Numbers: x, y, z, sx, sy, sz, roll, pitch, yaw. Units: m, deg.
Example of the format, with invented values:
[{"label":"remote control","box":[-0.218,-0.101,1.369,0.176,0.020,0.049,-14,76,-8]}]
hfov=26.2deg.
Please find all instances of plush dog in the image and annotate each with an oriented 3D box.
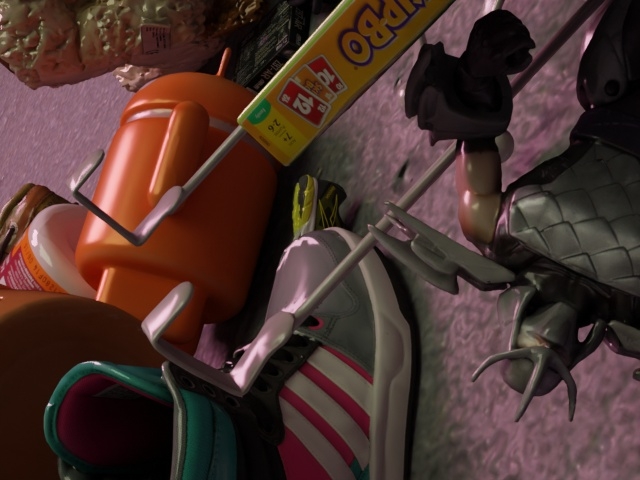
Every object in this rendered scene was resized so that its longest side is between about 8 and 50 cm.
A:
[{"label":"plush dog","box":[-0.160,-0.259,1.170,0.210,0.262,0.225,-19,84,30]}]

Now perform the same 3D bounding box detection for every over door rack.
[{"label":"over door rack","box":[0.038,-0.058,0.729,0.324,0.108,0.239,-37,26,-5]}]

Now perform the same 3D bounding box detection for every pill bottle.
[{"label":"pill bottle","box":[-0.235,0.086,1.137,0.221,0.121,0.121,-51,29,23]}]

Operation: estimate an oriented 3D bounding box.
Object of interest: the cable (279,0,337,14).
[{"label":"cable","box":[0.004,-0.262,1.049,0.184,0.047,0.150,-54,55,37]}]

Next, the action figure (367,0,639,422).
[{"label":"action figure","box":[0.133,-0.057,0.555,0.285,0.185,0.099,-63,4,-12]}]

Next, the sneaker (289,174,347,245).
[{"label":"sneaker","box":[0.000,0.000,0.892,0.031,0.035,0.083,-165,79,-72]}]

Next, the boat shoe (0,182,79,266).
[{"label":"boat shoe","box":[-0.311,0.079,1.269,0.307,0.104,0.111,-50,4,14]}]

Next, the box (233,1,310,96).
[{"label":"box","box":[-0.041,-0.157,1.123,0.083,0.018,0.067,-39,35,39]}]

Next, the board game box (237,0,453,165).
[{"label":"board game box","box":[0.065,-0.135,0.586,0.124,0.039,0.259,-42,8,43]}]

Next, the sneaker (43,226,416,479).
[{"label":"sneaker","box":[-0.053,0.088,0.737,0.124,0.178,0.295,-41,33,37]}]

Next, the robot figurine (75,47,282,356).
[{"label":"robot figurine","box":[-0.099,-0.026,0.987,0.128,0.158,0.219,-3,62,36]}]

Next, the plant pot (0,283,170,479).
[{"label":"plant pot","box":[-0.203,0.149,0.861,0.203,0.291,0.291,-17,50,43]}]
